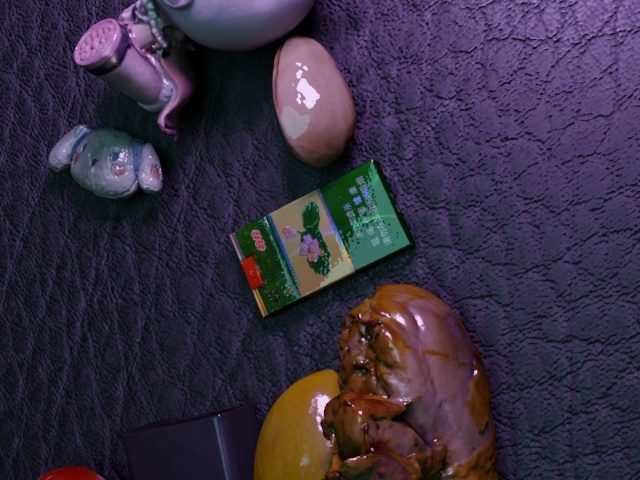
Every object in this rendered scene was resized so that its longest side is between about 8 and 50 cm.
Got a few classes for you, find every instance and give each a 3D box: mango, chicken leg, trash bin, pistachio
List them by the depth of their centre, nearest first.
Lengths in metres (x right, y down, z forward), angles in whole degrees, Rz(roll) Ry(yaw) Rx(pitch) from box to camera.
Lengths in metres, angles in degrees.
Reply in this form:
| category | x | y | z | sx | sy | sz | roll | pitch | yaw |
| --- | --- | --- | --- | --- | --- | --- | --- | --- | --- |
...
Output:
| category | x | y | z | sx | sy | sz | roll | pitch | yaw |
| --- | --- | --- | --- | --- | --- | --- | --- | --- | --- |
| chicken leg | 0.115 | 0.262 | 1.058 | 0.182 | 0.295 | 0.409 | -24 | 90 | 36 |
| mango | 0.004 | 0.347 | 1.149 | 0.195 | 0.142 | 0.331 | -27 | 70 | 12 |
| pistachio | -0.014 | -0.185 | 1.198 | 0.108 | 0.126 | 0.185 | -24 | 71 | 49 |
| trash bin | -0.158 | 0.352 | 1.221 | 0.165 | 0.115 | 0.225 | -15 | 85 | 18 |

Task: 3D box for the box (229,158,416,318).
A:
| category | x | y | z | sx | sy | sz | roll | pitch | yaw |
| --- | --- | --- | --- | --- | --- | --- | --- | --- | --- |
| box | 0.000 | 0.000 | 1.222 | 0.235 | 0.034 | 0.132 | -26 | 78 | 17 |

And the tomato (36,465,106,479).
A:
| category | x | y | z | sx | sy | sz | roll | pitch | yaw |
| --- | --- | --- | --- | --- | --- | --- | --- | --- | --- |
| tomato | -0.356 | 0.463 | 1.197 | 0.298 | 0.298 | 0.226 | -41 | 102 | 13 |

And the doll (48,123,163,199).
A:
| category | x | y | z | sx | sy | sz | roll | pitch | yaw |
| --- | --- | --- | --- | --- | --- | --- | --- | --- | --- |
| doll | -0.316 | -0.116 | 1.329 | 0.214 | 0.071 | 0.103 | 17 | 84 | 28 |

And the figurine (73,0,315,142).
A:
| category | x | y | z | sx | sy | sz | roll | pitch | yaw |
| --- | --- | --- | --- | --- | --- | --- | --- | --- | --- |
| figurine | -0.147 | -0.330 | 1.214 | 0.211 | 0.253 | 0.361 | 38 | 113 | -25 |
